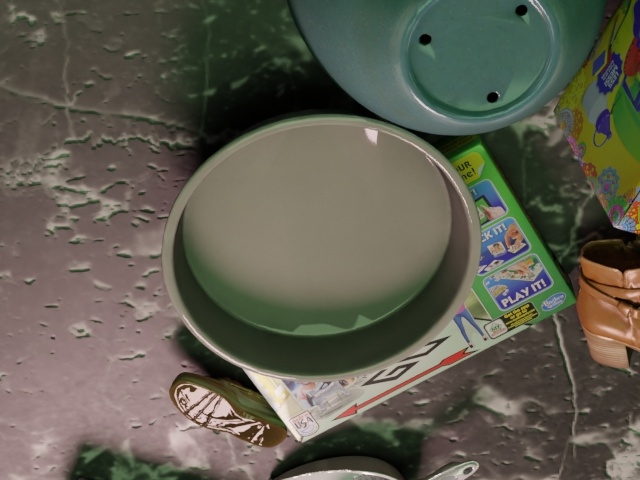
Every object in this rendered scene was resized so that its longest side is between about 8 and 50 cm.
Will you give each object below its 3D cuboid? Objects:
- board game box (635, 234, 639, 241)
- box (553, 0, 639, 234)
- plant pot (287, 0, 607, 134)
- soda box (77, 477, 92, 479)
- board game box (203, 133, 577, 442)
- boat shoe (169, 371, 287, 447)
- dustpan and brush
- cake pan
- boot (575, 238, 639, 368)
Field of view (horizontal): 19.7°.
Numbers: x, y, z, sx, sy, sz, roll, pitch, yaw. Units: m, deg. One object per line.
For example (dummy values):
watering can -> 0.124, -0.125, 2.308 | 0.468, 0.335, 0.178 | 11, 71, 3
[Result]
board game box -> 0.441, -0.050, 1.785 | 0.124, 0.039, 0.259 | 35, 115, -25
box -> 0.405, -0.140, 1.567 | 0.279, 0.177, 0.290 | 14, 124, -25
plant pot -> 0.118, -0.202, 1.558 | 0.290, 0.195, 0.290 | -3, 123, -5
soda box -> -0.162, 0.319, 1.924 | 0.216, 0.069, 0.074 | 17, 119, -17
board game box -> 0.061, 0.047, 1.795 | 0.317, 0.046, 0.213 | -29, 121, 11
boat shoe -> -0.094, 0.164, 1.849 | 0.135, 0.045, 0.050 | 31, 121, -27
dustpan and brush -> 0.069, 0.265, 1.922 | 0.211, 0.060, 0.147 | -30, 120, 12
cake pan -> 0.000, 0.000, 1.694 | 0.293, 0.054, 0.293 | -3, 124, -4
boot -> 0.346, 0.064, 1.792 | 0.197, 0.073, 0.152 | -1, 135, 13
